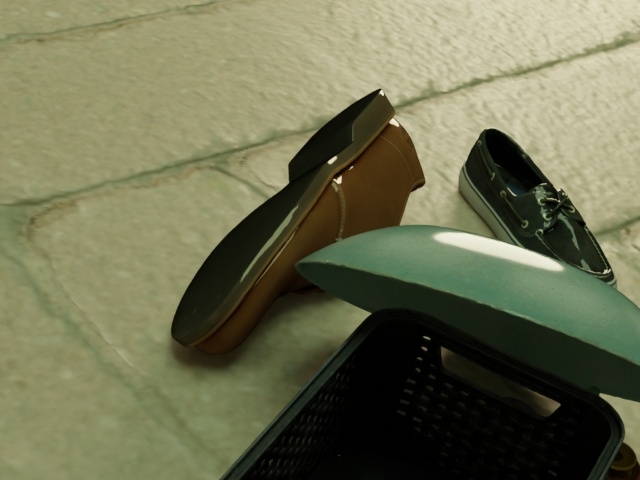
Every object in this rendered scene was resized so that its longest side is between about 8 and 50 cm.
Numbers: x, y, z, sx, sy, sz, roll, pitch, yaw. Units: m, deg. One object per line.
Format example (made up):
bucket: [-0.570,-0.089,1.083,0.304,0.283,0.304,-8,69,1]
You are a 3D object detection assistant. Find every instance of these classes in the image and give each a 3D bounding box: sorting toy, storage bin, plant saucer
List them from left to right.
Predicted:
storage bin: [0.033,0.120,0.562,0.122,0.084,0.180,25,35,17]
plant saucer: [0.085,0.029,0.643,0.195,0.037,0.195,20,-7,3]
sorting toy: [0.114,0.096,0.659,0.102,0.042,0.061,29,37,22]

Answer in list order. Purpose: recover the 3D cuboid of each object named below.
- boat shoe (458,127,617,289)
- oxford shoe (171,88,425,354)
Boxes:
boat shoe: [0.128,-0.016,0.825,0.049,0.040,0.142,-9,40,-29]
oxford shoe: [0.000,0.000,0.742,0.076,0.076,0.212,53,48,-12]
